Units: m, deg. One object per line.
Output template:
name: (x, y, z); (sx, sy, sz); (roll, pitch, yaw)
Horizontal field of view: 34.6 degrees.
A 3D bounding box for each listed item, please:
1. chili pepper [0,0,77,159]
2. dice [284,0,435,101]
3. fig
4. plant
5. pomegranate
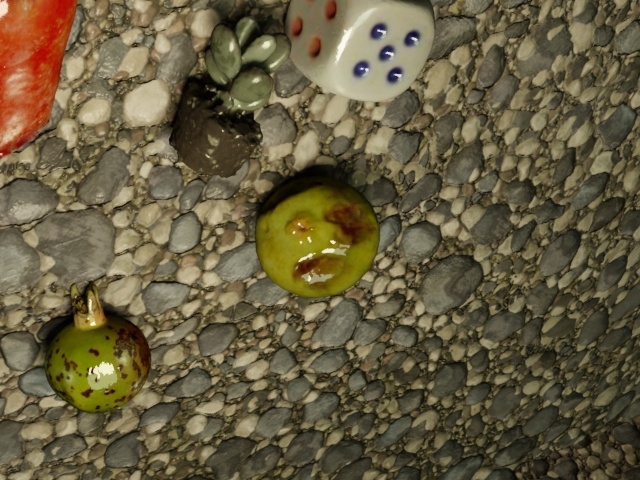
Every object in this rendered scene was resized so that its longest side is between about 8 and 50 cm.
chili pepper: (-0.479, -0.289, 1.462); (0.251, 0.229, 0.305); (-51, 169, -44)
dice: (0.064, -0.357, 1.731); (0.194, 0.193, 0.191); (3, 124, -33)
fig: (0.000, 0.000, 1.991); (0.239, 0.239, 0.271); (-38, 158, 2)
plant: (-0.149, -0.245, 1.734); (0.146, 0.149, 0.274); (-11, 137, -46)
pomegranate: (-0.429, 0.204, 1.948); (0.198, 0.245, 0.198); (-20, 173, -3)
